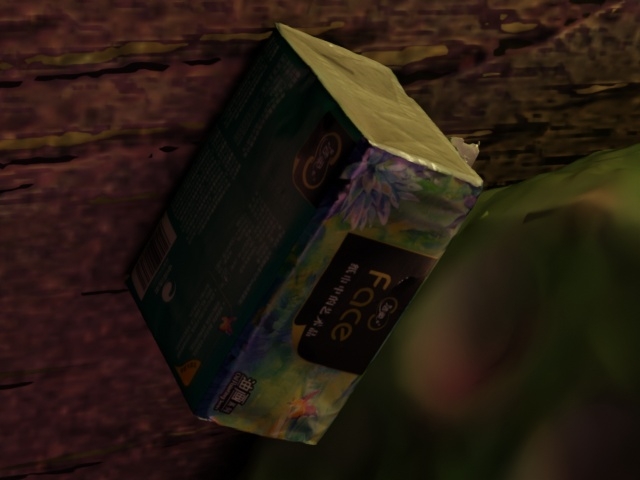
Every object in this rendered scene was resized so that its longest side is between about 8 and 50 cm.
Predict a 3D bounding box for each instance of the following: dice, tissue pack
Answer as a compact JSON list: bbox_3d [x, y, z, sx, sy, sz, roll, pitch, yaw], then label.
[{"bbox_3d":[0.159,0.171,0.580,0.330,0.322,0.318,31,108,-36],"label":"dice"},{"bbox_3d":[0.000,0.001,0.537,0.079,0.085,0.111,17,115,-35],"label":"tissue pack"}]
